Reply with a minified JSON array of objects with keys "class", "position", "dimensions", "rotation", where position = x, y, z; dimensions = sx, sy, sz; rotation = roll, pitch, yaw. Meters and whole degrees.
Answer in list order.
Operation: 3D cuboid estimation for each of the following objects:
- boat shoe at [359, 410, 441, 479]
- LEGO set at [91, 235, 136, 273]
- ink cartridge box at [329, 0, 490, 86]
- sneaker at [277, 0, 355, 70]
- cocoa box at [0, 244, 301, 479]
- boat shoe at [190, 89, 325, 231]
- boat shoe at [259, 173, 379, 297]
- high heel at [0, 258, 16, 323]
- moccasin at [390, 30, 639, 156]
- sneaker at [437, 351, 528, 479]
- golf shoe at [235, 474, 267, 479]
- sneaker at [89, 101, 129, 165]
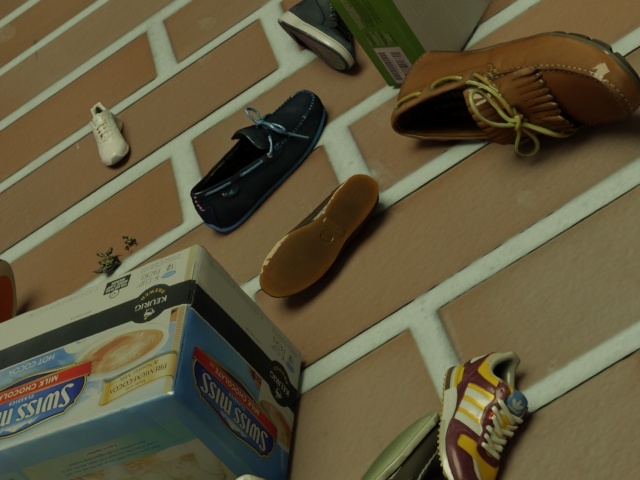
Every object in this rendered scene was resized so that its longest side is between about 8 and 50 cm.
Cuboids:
[{"class":"boat shoe","position":[0.064,0.278,1.390],"dimensions":[0.227,0.069,0.081],"rotation":[-47,1,-15]},{"class":"LEGO set","position":[-0.313,0.027,2.037],"dimensions":[0.083,0.023,0.054],"rotation":[-32,36,-14]},{"class":"ink cartridge box","position":[0.150,-0.374,1.922],"dimensions":[0.097,0.189,0.255],"rotation":[4,52,46]},{"class":"sneaker","position":[0.036,-0.360,2.093],"dimensions":[0.163,0.086,0.226],"rotation":[-42,34,0]},{"class":"cocoa box","position":[-0.232,0.205,1.584],"dimensions":[0.347,0.231,0.228],"rotation":[-20,39,24]},{"class":"boat shoe","position":[-0.086,-0.129,1.945],"dimensions":[0.109,0.089,0.258],"rotation":[10,57,46]},{"class":"boat shoe","position":[0.000,0.000,1.755],"dimensions":[0.207,0.073,0.073],"rotation":[-43,-2,-12]},{"class":"high heel","position":[-0.593,0.186,2.003],"dimensions":[0.181,0.127,0.377],"rotation":[2,54,29]},{"class":"moccasin","position":[0.232,-0.176,1.673],"dimensions":[0.380,0.139,0.147],"rotation":[8,57,46]},{"class":"sneaker","position":[0.173,0.190,1.385],"dimensions":[0.084,0.069,0.185],"rotation":[-26,38,26]},{"class":"golf shoe","position":[-0.110,0.373,1.393],"dimensions":[0.105,0.120,0.272],"rotation":[4,54,41]},{"class":"sneaker","position":[-0.365,-0.180,2.271],"dimensions":[0.054,0.061,0.152],"rotation":[-33,37,5]}]
